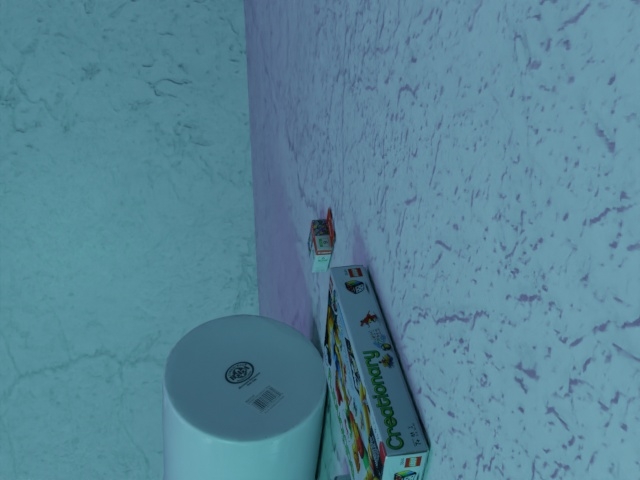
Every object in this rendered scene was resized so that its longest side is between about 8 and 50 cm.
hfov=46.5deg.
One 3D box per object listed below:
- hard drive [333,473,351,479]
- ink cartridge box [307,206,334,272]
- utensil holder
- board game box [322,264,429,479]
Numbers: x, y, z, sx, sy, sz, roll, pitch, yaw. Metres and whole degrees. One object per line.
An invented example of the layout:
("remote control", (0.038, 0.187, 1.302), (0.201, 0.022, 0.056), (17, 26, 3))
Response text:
("hard drive", (0.041, 0.550, 1.231), (0.308, 0.040, 0.203), (96, 166, -48))
("ink cartridge box", (0.000, 0.000, 1.267), (0.115, 0.029, 0.063), (102, 162, -58))
("utensil holder", (-0.157, 0.385, 1.481), (0.328, 0.327, 0.386), (-106, 17, -48))
("board game box", (0.059, 0.202, 0.947), (0.305, 0.053, 0.193), (-106, 15, -50))
